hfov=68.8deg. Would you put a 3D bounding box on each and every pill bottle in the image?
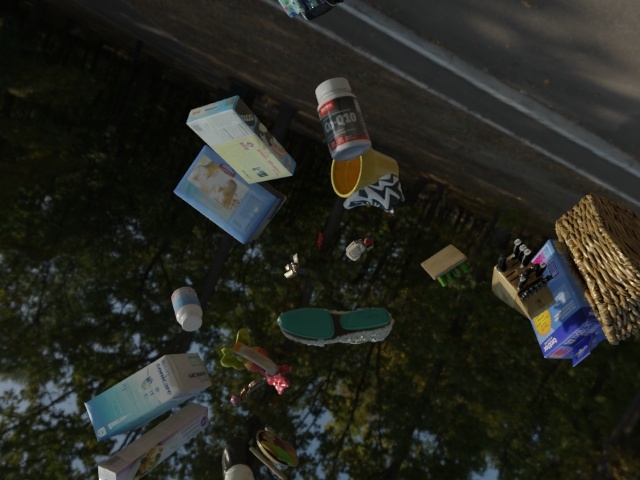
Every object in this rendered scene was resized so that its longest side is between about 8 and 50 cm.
[{"bbox_3d":[-0.456,0.236,1.605,0.087,0.087,0.160,19,-161,-34],"label":"pill bottle"},{"bbox_3d":[0.081,-0.465,1.798,0.161,0.161,0.283,5,-114,-64],"label":"pill bottle"}]

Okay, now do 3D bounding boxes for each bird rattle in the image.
[{"bbox_3d":[-0.209,0.405,1.533,0.253,0.143,0.207,35,161,12],"label":"bird rattle"}]

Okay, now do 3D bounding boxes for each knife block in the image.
[{"bbox_3d":[0.533,0.085,1.293,0.242,0.088,0.276,57,-179,-16],"label":"knife block"}]

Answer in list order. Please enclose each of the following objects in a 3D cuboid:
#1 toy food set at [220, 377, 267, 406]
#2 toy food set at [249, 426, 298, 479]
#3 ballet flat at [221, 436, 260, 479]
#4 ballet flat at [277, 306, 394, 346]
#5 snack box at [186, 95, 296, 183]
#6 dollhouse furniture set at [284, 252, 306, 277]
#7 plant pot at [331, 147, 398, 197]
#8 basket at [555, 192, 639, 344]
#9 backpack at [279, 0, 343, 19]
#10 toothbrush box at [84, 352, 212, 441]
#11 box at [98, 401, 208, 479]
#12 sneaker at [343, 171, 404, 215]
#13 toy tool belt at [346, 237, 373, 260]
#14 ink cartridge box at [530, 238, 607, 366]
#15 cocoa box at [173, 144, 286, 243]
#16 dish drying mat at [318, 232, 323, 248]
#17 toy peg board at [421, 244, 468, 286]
[{"bbox_3d":[-0.196,0.400,1.214,0.019,0.122,0.078,52,-178,25],"label":"toy food set"},{"bbox_3d":[-0.110,0.537,1.219,0.132,0.038,0.192,38,179,8],"label":"toy food set"},{"bbox_3d":[-0.197,0.654,1.194,0.095,0.281,0.096,-7,-178,-6],"label":"ballet flat"},{"bbox_3d":[0.055,0.321,1.646,0.408,0.147,0.147,-1,-167,-4],"label":"ballet flat"},{"bbox_3d":[-0.239,-0.303,1.470,0.187,0.060,0.322,-6,148,31],"label":"snack box"},{"bbox_3d":[-0.132,0.104,1.967,0.091,0.114,0.081,7,-118,-36],"label":"dollhouse furniture set"},{"bbox_3d":[0.211,-0.310,2.117,0.238,0.254,0.254,4,-160,-30],"label":"plant pot"},{"bbox_3d":[0.670,0.067,1.133,0.213,0.223,0.299,16,-135,-21],"label":"basket"},{"bbox_3d":[-0.053,-0.802,1.355,0.191,0.225,0.253,-8,138,33],"label":"backpack"},{"bbox_3d":[-0.522,0.474,1.447,0.126,0.295,0.216,61,-174,16],"label":"toothbrush box"},{"bbox_3d":[-0.423,0.533,1.225,0.067,0.063,0.324,7,-167,25],"label":"box"},{"bbox_3d":[0.216,-0.144,1.798,0.153,0.235,0.094,60,-169,0],"label":"sneaker"},{"bbox_3d":[0.112,0.019,1.344,0.052,0.083,0.051,48,-168,-5],"label":"toy tool belt"},{"bbox_3d":[0.860,0.231,1.621,0.151,0.270,0.396,2,-130,-9],"label":"ink cartridge box"},{"bbox_3d":[-0.350,-0.182,1.860,0.347,0.231,0.228,36,-172,1],"label":"cocoa box"},{"bbox_3d":[0.000,0.000,1.794,0.008,0.032,0.083,-10,-157,12],"label":"dish drying mat"},{"bbox_3d":[0.539,0.114,2.002,0.079,0.161,0.161,56,-176,-19],"label":"toy peg board"}]
